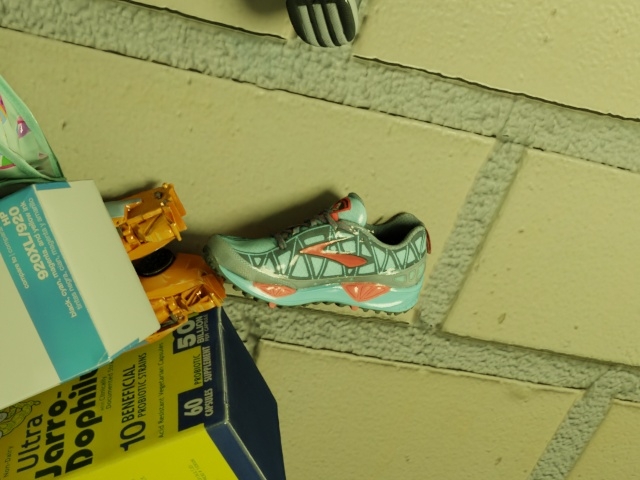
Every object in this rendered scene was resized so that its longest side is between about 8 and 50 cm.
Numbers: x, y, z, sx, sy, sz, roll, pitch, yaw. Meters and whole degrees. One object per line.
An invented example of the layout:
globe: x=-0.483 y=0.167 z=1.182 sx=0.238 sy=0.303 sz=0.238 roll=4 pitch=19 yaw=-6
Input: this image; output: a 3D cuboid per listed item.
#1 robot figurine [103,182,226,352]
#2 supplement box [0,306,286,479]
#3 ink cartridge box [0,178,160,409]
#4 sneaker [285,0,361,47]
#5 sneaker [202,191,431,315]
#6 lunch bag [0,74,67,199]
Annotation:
robot figurine: x=-0.262 y=0.054 z=1.071 sx=0.291 sy=0.085 sz=0.211 roll=-21 pitch=125 yaw=6
supplement box: x=-0.237 y=0.256 z=1.154 sx=0.356 sy=0.194 sz=0.195 roll=-21 pitch=127 yaw=6
ink cartridge box: x=-0.304 y=0.065 z=0.926 sx=0.232 sy=0.171 sz=0.168 roll=-24 pitch=93 yaw=7
sneaker: x=-0.009 y=-0.284 z=0.864 sx=0.083 sy=0.098 sz=0.224 roll=4 pitch=134 yaw=19
sneaker: x=0.000 y=0.000 z=1.075 sx=0.261 sy=0.104 sz=0.125 roll=5 pitch=113 yaw=-28
lunch bag: x=-0.388 y=-0.084 z=0.909 sx=0.223 sy=0.160 sz=0.262 roll=-25 pitch=142 yaw=4
